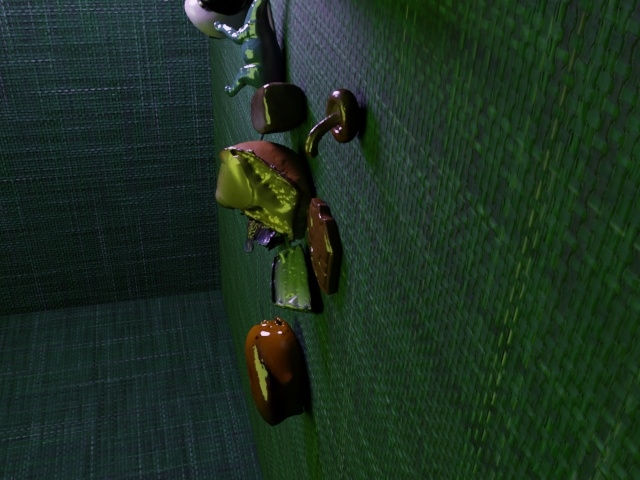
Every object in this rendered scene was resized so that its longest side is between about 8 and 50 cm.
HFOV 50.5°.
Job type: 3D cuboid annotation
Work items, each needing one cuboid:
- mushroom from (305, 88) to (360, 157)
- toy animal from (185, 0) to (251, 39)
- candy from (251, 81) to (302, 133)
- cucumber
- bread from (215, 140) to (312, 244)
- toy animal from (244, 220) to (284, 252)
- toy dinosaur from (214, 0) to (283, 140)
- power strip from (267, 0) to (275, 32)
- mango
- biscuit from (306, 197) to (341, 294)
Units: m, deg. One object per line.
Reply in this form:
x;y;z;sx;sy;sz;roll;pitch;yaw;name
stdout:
0.025;-0.193;1.149;0.129;0.073;0.088;-54;47;18;mushroom
-0.300;-0.736;2.001;0.267;0.212;0.212;127;136;-61;toy animal
-0.106;-0.308;1.602;0.234;0.102;0.104;-163;67;-74;candy
-0.057;0.107;1.640;0.115;0.086;0.193;-28;58;28;cucumber
-0.117;-0.137;1.609;0.262;0.162;0.204;31;140;18;bread
-0.167;-0.058;1.938;0.218;0.116;0.179;-122;27;-75;toy animal
-0.122;-0.463;1.657;0.331;0.129;0.383;-9;100;56;toy dinosaur
-0.147;-0.582;1.794;0.056;0.032;0.123;116;145;-67;power strip
-0.121;0.358;1.869;0.201;0.153;0.287;146;115;-63;mango
-0.002;0.000;1.453;0.215;0.034;0.182;-110;19;-46;biscuit
